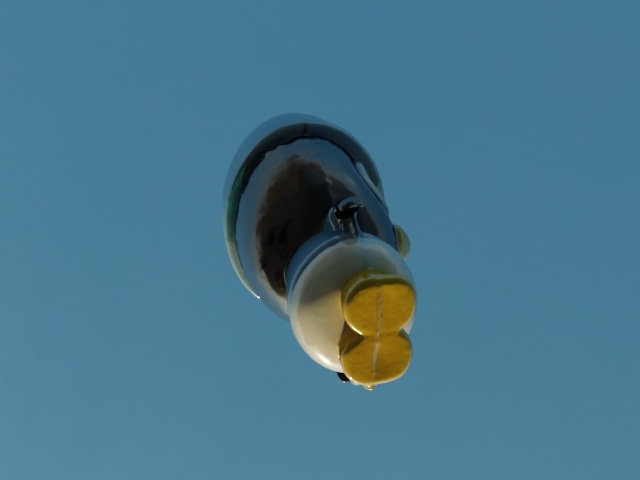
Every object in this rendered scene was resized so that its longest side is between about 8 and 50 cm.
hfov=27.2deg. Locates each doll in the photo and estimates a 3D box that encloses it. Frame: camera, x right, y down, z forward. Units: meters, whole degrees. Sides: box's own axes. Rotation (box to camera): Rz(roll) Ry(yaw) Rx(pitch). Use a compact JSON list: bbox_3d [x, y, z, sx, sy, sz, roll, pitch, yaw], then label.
[{"bbox_3d":[0.000,0.000,1.092,0.141,0.314,0.177,-6,-61,-16],"label":"doll"}]
